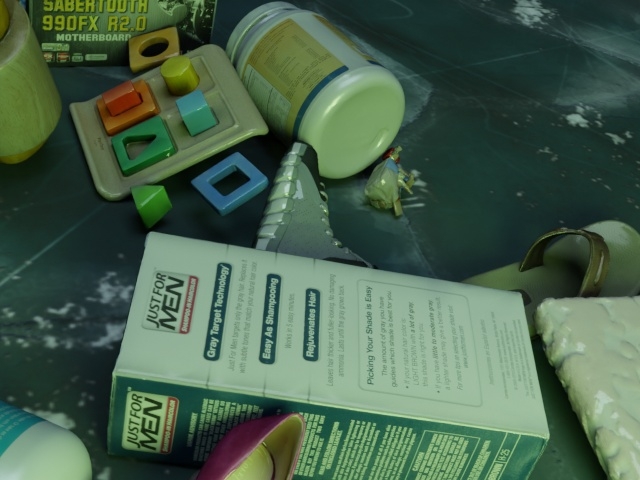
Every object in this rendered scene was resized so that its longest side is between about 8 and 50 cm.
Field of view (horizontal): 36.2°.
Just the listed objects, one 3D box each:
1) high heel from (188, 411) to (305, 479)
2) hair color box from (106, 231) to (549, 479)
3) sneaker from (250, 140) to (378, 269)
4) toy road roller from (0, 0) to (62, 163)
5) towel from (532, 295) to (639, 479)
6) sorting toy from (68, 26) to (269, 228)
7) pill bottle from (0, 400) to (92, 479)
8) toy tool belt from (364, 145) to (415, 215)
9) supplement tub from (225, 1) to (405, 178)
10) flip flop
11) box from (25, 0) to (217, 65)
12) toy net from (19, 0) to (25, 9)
[{"bbox_3d":[-0.071,0.224,0.670,0.082,0.117,0.244,41,33,-10],"label":"high heel"},{"bbox_3d":[0.005,0.110,0.845,0.347,0.105,0.174,10,39,-6],"label":"hair color box"},{"bbox_3d":[0.000,0.000,1.006,0.132,0.086,0.229,18,49,-3],"label":"sneaker"},{"bbox_3d":[-0.385,-0.263,1.038,0.329,0.202,0.240,30,65,17],"label":"toy road roller"},{"bbox_3d":[0.389,0.185,0.904,0.317,0.053,0.332,0,45,-19],"label":"towel"},{"bbox_3d":[-0.178,-0.147,1.094,0.196,0.047,0.348,-24,48,-6],"label":"sorting toy"},{"bbox_3d":[-0.259,0.170,0.659,0.264,0.146,0.146,20,39,8],"label":"pill bottle"},{"bbox_3d":[0.085,-0.067,1.136,0.051,0.052,0.083,43,41,-14],"label":"toy tool belt"},{"bbox_3d":[-0.011,-0.182,1.157,0.144,0.144,0.200,-17,47,-33],"label":"supplement tub"},{"bbox_3d":[0.253,0.032,1.035,0.277,0.080,0.112,-15,48,-31],"label":"flip flop"},{"bbox_3d":[-0.244,-0.308,1.207,0.231,0.183,0.056,-5,43,-23],"label":"box"},{"bbox_3d":[-0.362,-0.348,1.305,0.122,0.045,0.232,50,33,-3],"label":"toy net"}]
